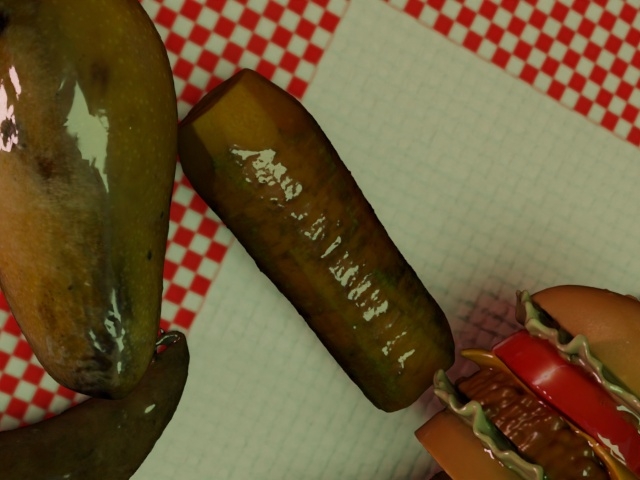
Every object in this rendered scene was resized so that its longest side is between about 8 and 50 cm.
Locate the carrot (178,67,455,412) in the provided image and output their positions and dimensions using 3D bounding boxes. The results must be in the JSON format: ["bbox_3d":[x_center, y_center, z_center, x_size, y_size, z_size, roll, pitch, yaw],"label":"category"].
[{"bbox_3d":[0.000,0.000,0.976,0.114,0.114,0.302,-40,109,-8],"label":"carrot"}]

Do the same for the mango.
[{"bbox_3d":[-0.184,-0.051,0.882,0.175,0.176,0.330,-11,105,-2],"label":"mango"}]

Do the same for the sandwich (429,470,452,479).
[{"bbox_3d":[0.086,0.304,1.001,0.214,0.065,0.186,-20,82,-39],"label":"sandwich"}]

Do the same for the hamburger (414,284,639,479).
[{"bbox_3d":[0.228,0.159,0.927,0.212,0.274,0.274,-46,107,-1],"label":"hamburger"}]

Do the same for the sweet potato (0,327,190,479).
[{"bbox_3d":[-0.277,0.202,0.924,0.422,0.130,0.131,-23,104,-19],"label":"sweet potato"}]
